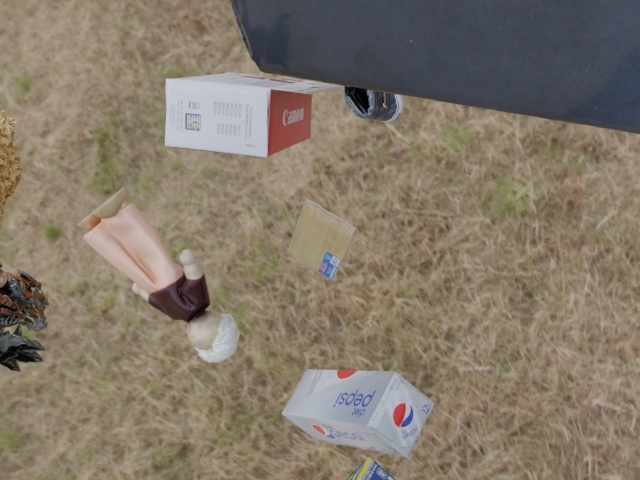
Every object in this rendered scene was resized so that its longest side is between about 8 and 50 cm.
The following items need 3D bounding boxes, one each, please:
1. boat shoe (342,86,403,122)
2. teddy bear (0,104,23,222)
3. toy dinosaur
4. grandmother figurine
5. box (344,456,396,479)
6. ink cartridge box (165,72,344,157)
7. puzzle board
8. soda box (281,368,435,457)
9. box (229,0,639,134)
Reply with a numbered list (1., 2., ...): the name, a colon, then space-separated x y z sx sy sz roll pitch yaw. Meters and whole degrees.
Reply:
1. boat shoe: 0.064 -0.269 1.146 0.065 0.083 0.183 -33 73 37
2. teddy bear: -0.540 -0.119 0.894 0.338 0.113 0.245 33 81 8
3. toy dinosaur: -0.455 0.076 0.894 0.164 0.322 0.218 -40 59 29
4. grandmother figurine: -0.267 0.074 1.273 0.104 0.342 0.208 -47 15 -29
5. box: 0.015 0.237 0.539 0.059 0.169 0.054 41 121 6
6. ink cartridge box: -0.117 -0.251 1.454 0.272 0.309 0.130 8 106 13
7. puzzle board: 0.000 0.000 1.244 0.096 0.128 0.011 31 43 10
8. soda box: 0.052 0.273 1.204 0.098 0.091 0.286 -58 19 -23
9. box: 0.221 -0.335 0.530 0.480 0.297 0.471 18 55 35
